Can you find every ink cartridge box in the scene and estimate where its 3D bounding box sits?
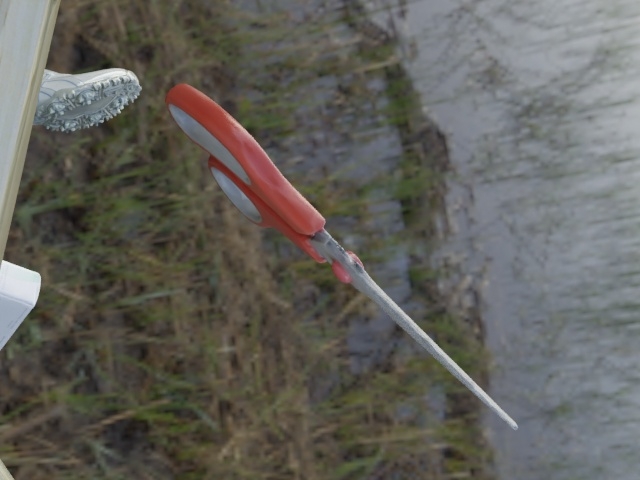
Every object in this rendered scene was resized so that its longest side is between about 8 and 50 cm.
[{"bbox_3d":[-0.464,0.069,1.536,0.225,0.181,0.056,24,42,-24],"label":"ink cartridge box"}]

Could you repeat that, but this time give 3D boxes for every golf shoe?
[{"bbox_3d":[-0.256,-0.139,1.217,0.069,0.176,0.086,89,-18,-67],"label":"golf shoe"}]

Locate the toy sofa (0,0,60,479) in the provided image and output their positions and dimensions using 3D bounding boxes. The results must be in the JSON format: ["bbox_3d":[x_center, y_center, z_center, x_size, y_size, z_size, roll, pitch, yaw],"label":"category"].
[{"bbox_3d":[-0.196,-0.007,0.611,0.150,0.177,0.362,-87,-167,-74],"label":"toy sofa"}]

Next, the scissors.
[{"bbox_3d":[0.000,0.000,0.752,0.021,0.297,0.109,-37,135,-12],"label":"scissors"}]
